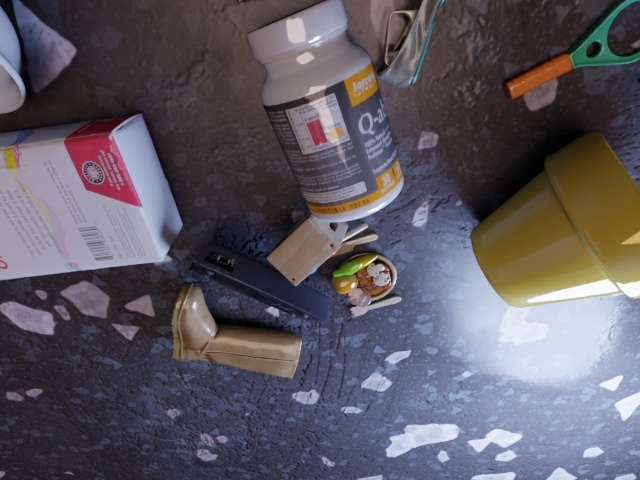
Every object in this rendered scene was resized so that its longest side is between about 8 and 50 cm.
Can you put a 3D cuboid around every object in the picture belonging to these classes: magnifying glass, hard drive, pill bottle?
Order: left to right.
[{"bbox_3d":[-0.115,0.083,0.754,0.255,0.054,0.172,27,163,-14],"label":"hard drive"},{"bbox_3d":[0.011,-0.178,0.579,0.162,0.162,0.278,-17,121,11],"label":"pill bottle"},{"bbox_3d":[0.394,-0.279,0.595,0.231,0.026,0.092,-24,119,16],"label":"magnifying glass"}]

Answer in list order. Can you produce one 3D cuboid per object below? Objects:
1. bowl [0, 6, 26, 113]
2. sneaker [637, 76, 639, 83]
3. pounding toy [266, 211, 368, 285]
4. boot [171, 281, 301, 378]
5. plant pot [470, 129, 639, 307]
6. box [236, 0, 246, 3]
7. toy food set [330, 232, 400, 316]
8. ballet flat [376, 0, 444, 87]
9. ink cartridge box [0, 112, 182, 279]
[{"bbox_3d":[-0.519,-0.293,0.490,0.298,0.133,0.298,7,165,2],"label":"bowl"},{"bbox_3d":[0.600,-0.226,0.612,0.224,0.083,0.098,29,139,-12],"label":"sneaker"},{"bbox_3d":[0.000,0.000,0.719,0.100,0.141,0.130,45,113,-7],"label":"pounding toy"},{"bbox_3d":[-0.172,0.198,0.866,0.270,0.089,0.236,11,132,-7],"label":"boot"},{"bbox_3d":[0.396,-0.006,0.652,0.254,0.253,0.239,39,129,-22],"label":"plant pot"},{"bbox_3d":[-0.080,-0.410,0.511,0.116,0.029,0.162,-13,122,7],"label":"box"},{"bbox_3d":[0.090,0.083,0.815,0.133,0.038,0.191,-19,120,12],"label":"toy food set"},{"bbox_3d":[0.134,-0.319,0.544,0.068,0.072,0.213,17,121,-5],"label":"ballet flat"},{"bbox_3d":[-0.422,-0.070,0.666,0.307,0.131,0.225,-5,123,5],"label":"ink cartridge box"}]
